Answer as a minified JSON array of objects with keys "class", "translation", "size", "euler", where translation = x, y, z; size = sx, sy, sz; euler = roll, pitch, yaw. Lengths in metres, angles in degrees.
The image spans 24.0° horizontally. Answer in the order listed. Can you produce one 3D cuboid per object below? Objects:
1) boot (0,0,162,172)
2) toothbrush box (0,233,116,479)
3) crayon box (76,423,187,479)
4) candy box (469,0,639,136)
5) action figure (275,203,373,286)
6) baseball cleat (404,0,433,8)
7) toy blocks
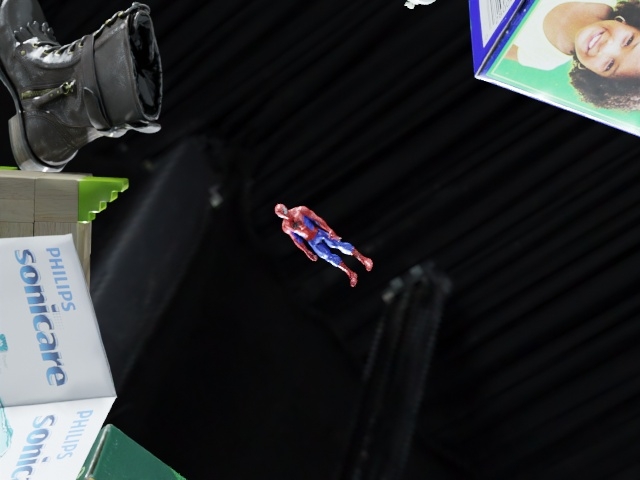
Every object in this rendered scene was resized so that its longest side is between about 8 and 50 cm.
[{"class":"boot","translation":[-0.268,-0.209,1.705],"size":[0.091,0.229,0.263],"euler":[1,-111,-48]},{"class":"toothbrush box","translation":[-0.298,0.111,0.906],"size":[0.295,0.216,0.126],"euler":[-3,-125,-26]},{"class":"crayon box","translation":[-0.147,0.340,1.443],"size":[0.323,0.203,0.083],"euler":[40,-149,-17]},{"class":"candy box","translation":[0.258,-0.180,0.990],"size":[0.317,0.122,0.268],"euler":[17,-136,-15]},{"class":"action figure","translation":[0.000,0.000,1.483],"size":[0.115,0.038,0.030],"euler":[38,-157,-18]},{"class":"baseball cleat","translation":[0.110,-0.318,1.434],"size":[0.072,0.109,0.206],"euler":[22,-134,-17]},{"class":"toy blocks","translation":[-0.408,0.051,1.684],"size":[0.191,0.381,0.261],"euler":[-93,5,-83]}]
